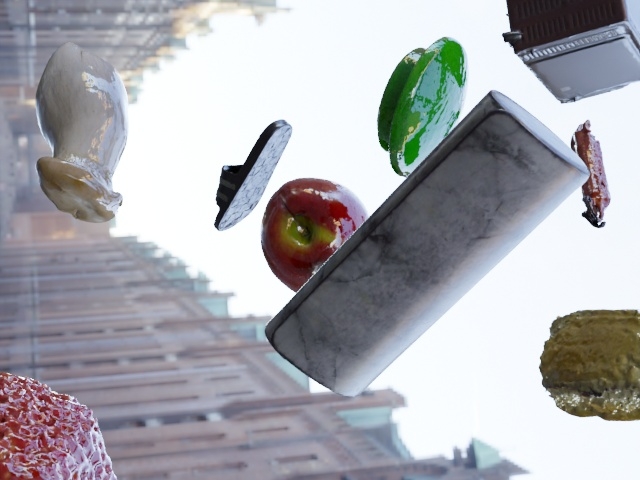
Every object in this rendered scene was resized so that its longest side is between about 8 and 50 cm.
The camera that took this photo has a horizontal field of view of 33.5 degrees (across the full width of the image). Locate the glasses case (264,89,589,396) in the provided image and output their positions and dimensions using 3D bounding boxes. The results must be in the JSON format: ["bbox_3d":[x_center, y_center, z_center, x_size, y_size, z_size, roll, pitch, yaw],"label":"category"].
[{"bbox_3d":[0.086,0.012,0.912,0.299,0.114,0.060,-47,-160,24],"label":"glasses case"}]

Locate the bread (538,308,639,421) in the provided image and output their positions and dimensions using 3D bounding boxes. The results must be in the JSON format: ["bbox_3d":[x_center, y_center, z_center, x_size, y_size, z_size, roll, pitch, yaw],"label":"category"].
[{"bbox_3d":[0.445,0.184,1.616,0.245,0.121,0.174,-10,-131,51],"label":"bread"}]

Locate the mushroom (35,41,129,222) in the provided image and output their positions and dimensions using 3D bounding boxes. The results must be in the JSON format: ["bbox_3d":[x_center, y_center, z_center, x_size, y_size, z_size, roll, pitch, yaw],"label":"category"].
[{"bbox_3d":[-0.227,-0.107,1.020,0.097,0.088,0.212,102,-20,-49],"label":"mushroom"}]

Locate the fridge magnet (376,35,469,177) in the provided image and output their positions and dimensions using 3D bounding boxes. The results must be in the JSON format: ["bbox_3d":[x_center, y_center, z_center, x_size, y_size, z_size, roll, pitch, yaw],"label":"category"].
[{"bbox_3d":[0.146,-0.188,1.502,0.208,0.088,0.208,-48,151,-38],"label":"fridge magnet"}]

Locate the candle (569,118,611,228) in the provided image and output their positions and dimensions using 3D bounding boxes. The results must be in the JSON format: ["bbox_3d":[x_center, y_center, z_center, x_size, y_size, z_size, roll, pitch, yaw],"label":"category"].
[{"bbox_3d":[0.500,-0.121,1.972,0.301,0.059,0.084,-83,159,-46],"label":"candle"}]

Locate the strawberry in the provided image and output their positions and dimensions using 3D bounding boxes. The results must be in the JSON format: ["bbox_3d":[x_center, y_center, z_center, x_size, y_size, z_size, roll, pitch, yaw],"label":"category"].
[{"bbox_3d":[-0.340,0.290,1.171,0.312,0.267,0.351,51,-23,-7],"label":"strawberry"}]

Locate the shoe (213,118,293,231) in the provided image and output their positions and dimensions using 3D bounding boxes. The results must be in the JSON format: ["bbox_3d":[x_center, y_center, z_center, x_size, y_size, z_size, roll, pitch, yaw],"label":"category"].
[{"bbox_3d":[-0.099,-0.094,1.409,0.049,0.071,0.179,42,-62,21],"label":"shoe"}]

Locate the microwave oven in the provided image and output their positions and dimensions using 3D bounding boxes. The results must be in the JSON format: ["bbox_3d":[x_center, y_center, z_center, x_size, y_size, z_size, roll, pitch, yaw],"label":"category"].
[{"bbox_3d":[0.384,-0.336,1.576,0.247,0.178,0.188,22,56,-58],"label":"microwave oven"}]

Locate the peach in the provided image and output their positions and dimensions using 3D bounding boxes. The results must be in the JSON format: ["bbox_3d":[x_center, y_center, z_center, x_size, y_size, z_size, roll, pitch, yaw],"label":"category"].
[{"bbox_3d":[0.000,0.000,1.706,0.189,0.196,0.226,-65,162,-2],"label":"peach"}]
